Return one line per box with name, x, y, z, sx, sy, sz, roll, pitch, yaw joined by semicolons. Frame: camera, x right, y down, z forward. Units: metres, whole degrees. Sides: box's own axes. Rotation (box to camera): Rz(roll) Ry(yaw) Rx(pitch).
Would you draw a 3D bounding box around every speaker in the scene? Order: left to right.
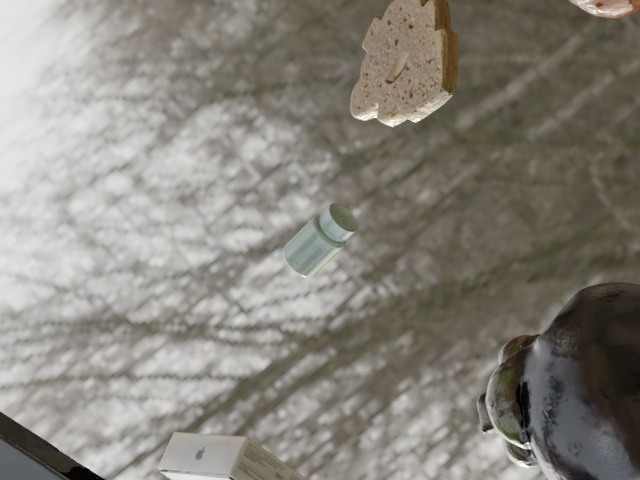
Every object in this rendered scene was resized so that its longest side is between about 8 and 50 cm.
speaker;-0.282;0.264;1.761;0.218;0.082;0.044;35;-160;-7

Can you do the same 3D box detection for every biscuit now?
biscuit;0.118;-0.228;2.137;0.041;0.212;0.238;18;-164;-30

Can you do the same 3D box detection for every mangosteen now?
mangosteen;0.321;0.186;1.930;0.233;0.287;0.287;53;-169;4

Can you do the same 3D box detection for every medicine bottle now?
medicine bottle;0.000;0.000;1.849;0.047;0.083;0.047;31;-146;-24

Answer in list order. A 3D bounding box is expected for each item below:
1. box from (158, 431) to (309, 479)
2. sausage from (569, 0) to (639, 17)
box;-0.085;0.260;1.807;0.129;0.051;0.130;-3;144;49
sausage;0.365;-0.408;2.233;0.141;0.153;0.268;20;-140;-41
